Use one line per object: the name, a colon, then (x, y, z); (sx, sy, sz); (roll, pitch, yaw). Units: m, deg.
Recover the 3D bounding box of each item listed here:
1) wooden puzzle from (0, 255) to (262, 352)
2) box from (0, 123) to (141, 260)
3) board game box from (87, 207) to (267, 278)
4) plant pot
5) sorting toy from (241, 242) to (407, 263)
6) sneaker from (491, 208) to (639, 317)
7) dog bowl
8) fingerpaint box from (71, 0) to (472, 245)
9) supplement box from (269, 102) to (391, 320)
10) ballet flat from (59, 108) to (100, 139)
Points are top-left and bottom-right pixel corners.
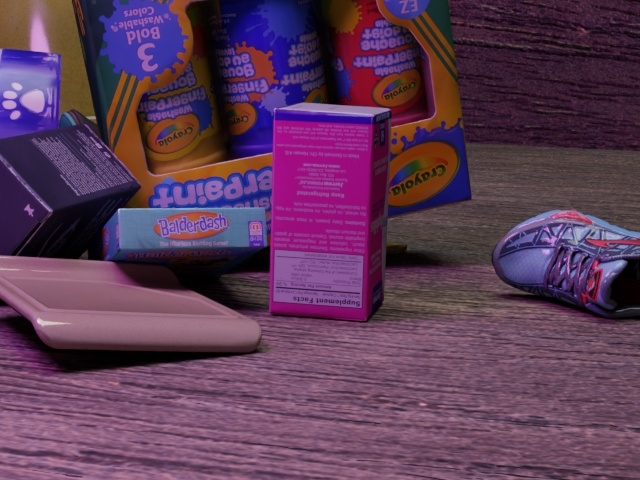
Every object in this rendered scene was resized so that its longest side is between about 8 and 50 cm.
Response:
wooden puzzle: (-0.202, 0.068, 1.258); (0.221, 0.044, 0.239); (4, 12, -29)
box: (-0.323, -0.034, 1.439); (0.108, 0.153, 0.207); (47, 20, 7)
board game box: (-0.165, 0.006, 1.438); (0.160, 0.047, 0.210); (0, -10, -20)
plant pot: (-0.431, -0.274, 2.098); (0.366, 0.353, 0.366); (-9, 0, 0)
sorting toy: (0.000, 0.000, 1.712); (0.132, 0.046, 0.274); (11, 13, 44)
sneaker: (0.310, 0.029, 1.427); (0.262, 0.104, 0.125); (6, 12, 23)
dog bowl: (-0.393, -0.115, 1.672); (0.104, 0.265, 0.265); (1, 9, -12)
fingerpaint box: (-0.058, -0.192, 1.616); (0.445, 0.371, 0.163); (-12, 17, -13)
supplement box: (0.011, -0.033, 1.388); (0.114, 0.220, 0.111); (5, 11, 12)
ballet flat: (-0.298, -0.084, 1.804); (0.096, 0.095, 0.280); (-2, 42, -22)
